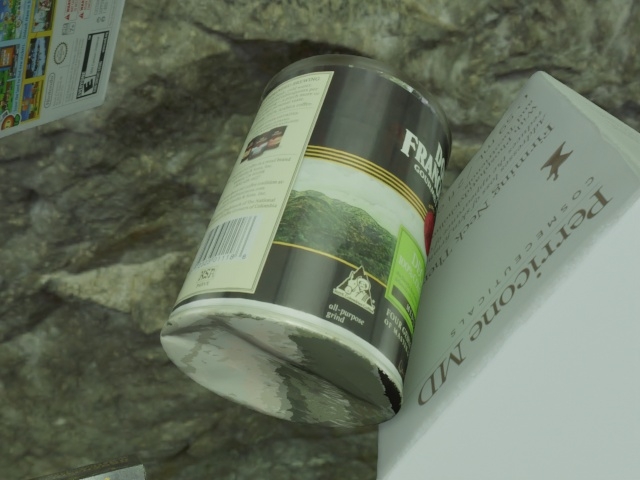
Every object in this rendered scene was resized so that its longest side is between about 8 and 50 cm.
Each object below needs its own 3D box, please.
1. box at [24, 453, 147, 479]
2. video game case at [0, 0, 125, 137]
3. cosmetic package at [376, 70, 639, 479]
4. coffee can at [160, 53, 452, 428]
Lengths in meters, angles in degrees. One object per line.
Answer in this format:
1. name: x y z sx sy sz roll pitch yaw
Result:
1. box: -0.347 0.338 0.846 0.230 0.056 0.183 -9 -11 -20
2. video game case: -0.202 -0.174 0.439 0.026 0.206 0.227 30 -58 9
3. cosmetic package: 0.279 0.082 0.656 0.327 0.394 0.329 31 -66 -8
4. coffee can: 0.000 0.000 0.592 0.201 0.276 0.202 12 -33 8
